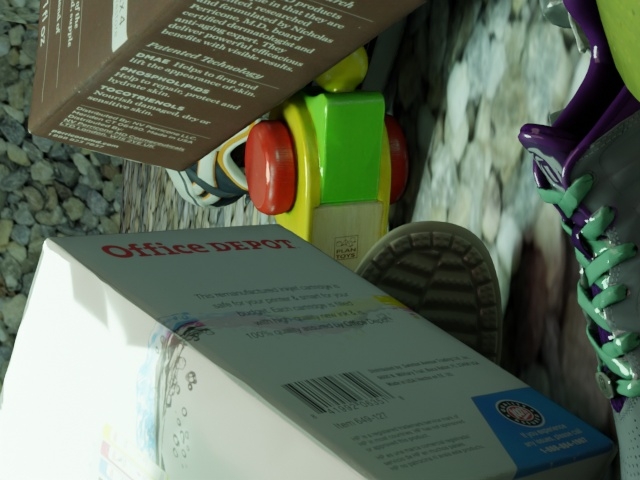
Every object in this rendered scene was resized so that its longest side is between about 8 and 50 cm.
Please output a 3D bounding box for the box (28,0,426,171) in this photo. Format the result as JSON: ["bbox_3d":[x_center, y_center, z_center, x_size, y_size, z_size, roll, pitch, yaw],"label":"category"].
[{"bbox_3d":[-0.059,-0.201,0.960,0.381,0.143,0.191,-28,56,51],"label":"box"}]

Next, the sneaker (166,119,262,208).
[{"bbox_3d":[-0.082,-0.095,1.454,0.321,0.127,0.126,37,-115,-77],"label":"sneaker"}]

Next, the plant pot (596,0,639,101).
[{"bbox_3d":[0.146,-0.162,0.298,0.275,0.274,0.293,-100,9,-51],"label":"plant pot"}]

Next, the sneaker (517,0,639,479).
[{"bbox_3d":[0.108,0.005,0.510,0.083,0.098,0.224,179,99,-78],"label":"sneaker"}]

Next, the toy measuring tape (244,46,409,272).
[{"bbox_3d":[0.000,0.000,1.076,0.121,0.121,0.330,-110,21,-62],"label":"toy measuring tape"}]

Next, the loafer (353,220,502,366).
[{"bbox_3d":[0.042,0.120,0.830,0.092,0.102,0.268,-11,-68,-87],"label":"loafer"}]

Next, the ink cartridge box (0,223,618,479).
[{"bbox_3d":[-0.022,0.116,0.692,0.232,0.171,0.168,34,113,35],"label":"ink cartridge box"}]

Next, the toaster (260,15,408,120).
[{"bbox_3d":[-0.001,-0.192,1.137,0.146,0.129,0.227,-114,38,-59],"label":"toaster"}]

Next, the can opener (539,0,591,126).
[{"bbox_3d":[0.145,-0.118,0.649,0.093,0.074,0.280,-21,58,35],"label":"can opener"}]
